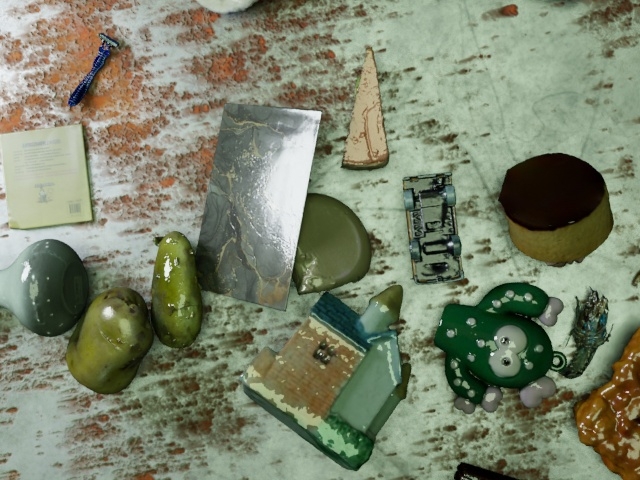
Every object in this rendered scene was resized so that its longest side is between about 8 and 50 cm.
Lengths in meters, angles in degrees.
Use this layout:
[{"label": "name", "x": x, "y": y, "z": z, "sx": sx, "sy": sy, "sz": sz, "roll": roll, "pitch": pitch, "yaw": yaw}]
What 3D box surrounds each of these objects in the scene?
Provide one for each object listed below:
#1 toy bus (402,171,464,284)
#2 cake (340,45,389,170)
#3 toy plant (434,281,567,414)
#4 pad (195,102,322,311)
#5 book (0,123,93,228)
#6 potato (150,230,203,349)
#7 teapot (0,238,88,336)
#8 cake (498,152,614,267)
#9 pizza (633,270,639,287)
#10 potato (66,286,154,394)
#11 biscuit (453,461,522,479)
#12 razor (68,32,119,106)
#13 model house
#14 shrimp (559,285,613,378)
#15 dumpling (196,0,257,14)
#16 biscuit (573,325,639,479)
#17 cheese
[{"label": "toy bus", "x": 0.205, "y": -0.017, "z": 1.840, "sx": 0.098, "sy": 0.114, "sz": 0.201, "roll": -7, "pitch": 83, "yaw": 3}, {"label": "cake", "x": 0.098, "y": -0.238, "z": 1.854, "sx": 0.090, "sy": 0.109, "sz": 0.225, "roll": 10, "pitch": 90, "yaw": 4}, {"label": "toy plant", "x": 0.333, "y": 0.197, "z": 1.829, "sx": 0.243, "sy": 0.112, "sz": 0.232, "roll": -8, "pitch": 87, "yaw": 9}, {"label": "pad", "x": -0.125, "y": -0.071, "z": 1.849, "sx": 0.247, "sy": 0.007, "sz": 0.367, "roll": 11, "pitch": 90, "yaw": 37}, {"label": "book", "x": -0.536, "y": -0.123, "z": 1.940, "sx": 0.168, "sy": 0.013, "sz": 0.192, "roll": -6, "pitch": 88, "yaw": 3}, {"label": "potato", "x": -0.272, "y": 0.094, "z": 1.875, "sx": 0.117, "sy": 0.090, "sz": 0.225, "roll": -9, "pitch": 83, "yaw": 43}, {"label": "teapot", "x": -0.573, "y": 0.089, "z": 1.870, "sx": 0.251, "sy": 0.183, "sz": 0.183, "roll": -1, "pitch": 89, "yaw": 16}, {"label": "cake", "x": 0.431, "y": -0.036, "z": 1.814, "sx": 0.185, "sy": 0.178, "sz": 0.207, "roll": -40, "pitch": 52, "yaw": -18}, {"label": "pizza", "x": 0.619, "y": 0.062, "z": 1.861, "sx": 0.083, "sy": 0.016, "sz": 0.037, "roll": -33, "pitch": 86, "yaw": -1}, {"label": "potato", "x": -0.389, "y": 0.186, "z": 1.853, "sx": 0.137, "sy": 0.154, "sz": 0.200, "roll": 27, "pitch": 111, "yaw": -12}, {"label": "biscuit", "x": 0.424, "y": 0.499, "z": 1.817, "sx": 0.388, "sy": 0.107, "sz": 0.073, "roll": 16, "pitch": 89, "yaw": 4}, {"label": "razor", "x": -0.444, "y": -0.325, "z": 1.931, "sx": 0.044, "sy": 0.028, "sz": 0.154, "roll": 30, "pitch": 90, "yaw": 4}, {"label": "model house", "x": 0.052, "y": 0.219, "z": 1.834, "sx": 0.267, "sy": 0.194, "sz": 0.325, "roll": 36, "pitch": 77, "yaw": 6}, {"label": "shrimp", "x": 0.493, "y": 0.175, "z": 1.853, "sx": 0.082, "sy": 0.076, "sz": 0.174, "roll": 24, "pitch": 96, "yaw": 44}, {"label": "dumpling", "x": -0.181, "y": -0.543, "z": 1.874, "sx": 0.175, "sy": 0.243, "sz": 0.227, "roll": -8, "pitch": 110, "yaw": -35}, {"label": "biscuit", "x": 0.650, "y": 0.318, "z": 1.807, "sx": 0.318, "sy": 0.110, "sz": 0.312, "roll": 35, "pitch": 93, "yaw": 4}, {"label": "cheese", "x": 0.000, "y": 0.000, "z": 1.846, "sx": 0.175, "sy": 0.091, "sz": 0.202, "roll": -20, "pitch": 77, "yaw": -23}]
